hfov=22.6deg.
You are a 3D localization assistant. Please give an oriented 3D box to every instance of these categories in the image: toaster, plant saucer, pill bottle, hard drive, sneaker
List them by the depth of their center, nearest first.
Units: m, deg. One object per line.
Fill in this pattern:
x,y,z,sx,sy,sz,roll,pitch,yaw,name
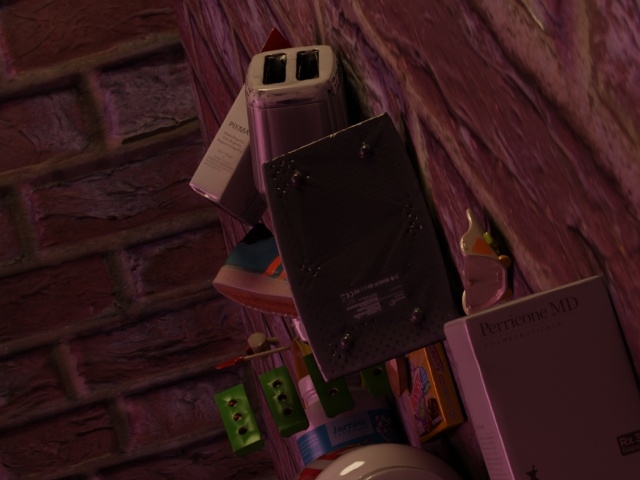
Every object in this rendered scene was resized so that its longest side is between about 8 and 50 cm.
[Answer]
0.045,0.009,1.712,0.054,0.172,0.255,25,-135,-67,hard drive
-0.026,-0.141,1.932,0.227,0.129,0.146,-87,-11,-64,toaster
0.072,0.362,1.952,0.408,0.229,0.229,128,126,-80,pill bottle
0.094,0.153,1.979,0.083,0.015,0.083,170,90,-83,plant saucer
-0.005,0.040,2.065,0.302,0.121,0.108,12,159,39,sneaker
0.050,0.314,2.295,0.146,0.146,0.264,99,153,-71,pill bottle

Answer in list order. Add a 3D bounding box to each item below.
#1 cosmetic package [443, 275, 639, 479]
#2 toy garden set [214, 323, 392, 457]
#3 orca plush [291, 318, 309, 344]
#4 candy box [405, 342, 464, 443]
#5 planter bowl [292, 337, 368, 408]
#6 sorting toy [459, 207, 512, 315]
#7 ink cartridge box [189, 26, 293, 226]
0.185,0.153,1.205,0.085,0.117,0.231,134,118,-80,cosmetic package
-0.030,0.188,2.265,0.049,0.244,0.204,68,178,-46,toy garden set
0.000,0.000,2.206,0.102,0.151,0.287,11,-121,-61,orca plush
0.131,0.182,1.922,0.206,0.027,0.105,109,148,-76,candy box
0.029,0.243,2.491,0.217,0.090,0.217,164,90,-81,planter bowl
0.145,0.012,1.470,0.083,0.044,0.075,82,176,-47,sorting toy
-0.074,-0.142,2.104,0.066,0.232,0.189,32,178,16,ink cartridge box
